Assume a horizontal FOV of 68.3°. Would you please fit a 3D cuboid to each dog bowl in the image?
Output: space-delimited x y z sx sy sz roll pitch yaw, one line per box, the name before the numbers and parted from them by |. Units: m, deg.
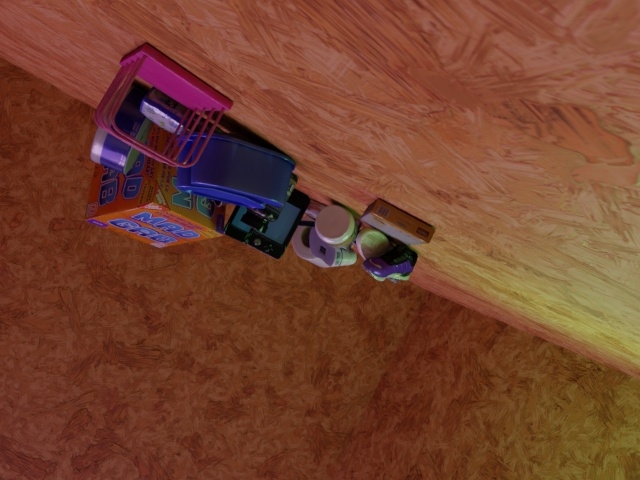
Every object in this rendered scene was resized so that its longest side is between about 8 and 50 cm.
dog bowl | -0.599 -0.343 1.458 0.104 0.265 0.265 25 179 -17

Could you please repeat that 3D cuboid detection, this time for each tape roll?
tape roll | 0.000 0.000 2.382 0.246 0.246 0.169 26 177 33

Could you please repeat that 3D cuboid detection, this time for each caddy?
caddy | -0.234 -0.206 1.311 0.341 0.179 0.241 12 172 -36

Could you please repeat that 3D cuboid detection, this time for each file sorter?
file sorter | -0.370 -0.286 1.060 0.202 0.182 0.290 30 177 -34

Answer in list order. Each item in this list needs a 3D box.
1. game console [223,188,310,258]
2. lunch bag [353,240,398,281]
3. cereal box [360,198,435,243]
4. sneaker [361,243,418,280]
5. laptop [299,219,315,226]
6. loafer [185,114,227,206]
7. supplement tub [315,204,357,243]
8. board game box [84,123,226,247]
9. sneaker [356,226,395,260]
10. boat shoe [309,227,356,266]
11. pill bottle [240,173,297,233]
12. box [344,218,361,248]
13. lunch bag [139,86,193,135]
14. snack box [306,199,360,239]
game console | -0.200 -0.100 1.842 0.250 0.293 0.173 28 178 -7
lunch bag | 0.264 0.050 2.253 0.293 0.138 0.221 41 -174 30
cereal box | 0.208 -0.046 1.322 0.173 0.047 0.240 28 178 -2
sneaker | 0.282 0.073 1.850 0.293 0.146 0.102 4 -146 -48
laptop | -0.128 -0.150 2.145 0.264 0.136 0.234 59 176 -11
loafer | -0.358 -0.244 1.501 0.133 0.130 0.366 25 153 45
supplement tub | 0.059 -0.052 1.742 0.144 0.144 0.199 27 178 11
board game box | -0.607 -0.210 1.809 0.356 0.357 0.356 -9 158 28
sneaker | 0.221 0.027 1.952 0.148 0.131 0.350 46 -177 41
boat shoe | 0.068 0.023 2.092 0.156 0.136 0.367 5 -167 -22
pill bottle | -0.176 -0.140 1.577 0.122 0.219 0.123 28 178 1
box | 0.077 -0.046 1.902 0.137 0.126 0.072 28 180 14
lunch bag | -0.418 -0.351 1.288 0.128 0.096 0.151 29 -173 -20
snack box | 0.025 -0.101 2.098 0.187 0.060 0.322 26 177 36
